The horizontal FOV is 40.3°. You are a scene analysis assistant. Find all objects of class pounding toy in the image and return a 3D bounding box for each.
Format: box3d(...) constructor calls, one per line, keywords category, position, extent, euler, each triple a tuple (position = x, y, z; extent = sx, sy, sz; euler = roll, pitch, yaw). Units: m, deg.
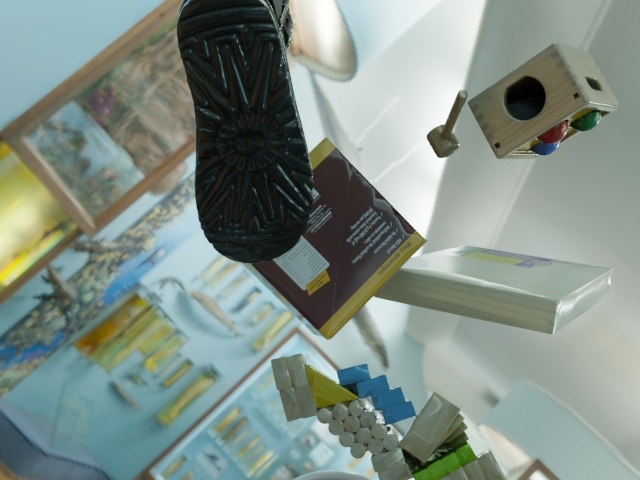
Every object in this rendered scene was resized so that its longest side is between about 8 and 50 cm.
box3d(category="pounding toy", position=(0.230, -0.140, 1.055), extent=(0.181, 0.206, 0.094), euler=(-8, 69, -55))

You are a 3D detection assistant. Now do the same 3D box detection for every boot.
box3d(category="boot", position=(-0.087, -0.176, 1.008), extent=(0.260, 0.131, 0.347), euler=(-102, -171, -56))

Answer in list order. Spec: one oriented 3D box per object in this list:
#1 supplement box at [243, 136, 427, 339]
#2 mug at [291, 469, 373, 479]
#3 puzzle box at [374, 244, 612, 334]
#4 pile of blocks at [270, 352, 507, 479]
box3d(category="supplement box", position=(0.000, 0.000, 1.193), extent=(0.194, 0.191, 0.129), euler=(46, -8, -5))
box3d(category="mug", position=(0.019, 0.574, 1.418), extent=(0.328, 0.276, 0.374), euler=(91, -5, -72))
box3d(category="puzzle box", position=(0.292, 0.067, 1.393), extent=(0.272, 0.052, 0.409), euler=(10, 9, 28))
box3d(category="pile of blocks", position=(0.098, 0.250, 1.155), extent=(0.362, 0.149, 0.112), euler=(37, -3, 8))
